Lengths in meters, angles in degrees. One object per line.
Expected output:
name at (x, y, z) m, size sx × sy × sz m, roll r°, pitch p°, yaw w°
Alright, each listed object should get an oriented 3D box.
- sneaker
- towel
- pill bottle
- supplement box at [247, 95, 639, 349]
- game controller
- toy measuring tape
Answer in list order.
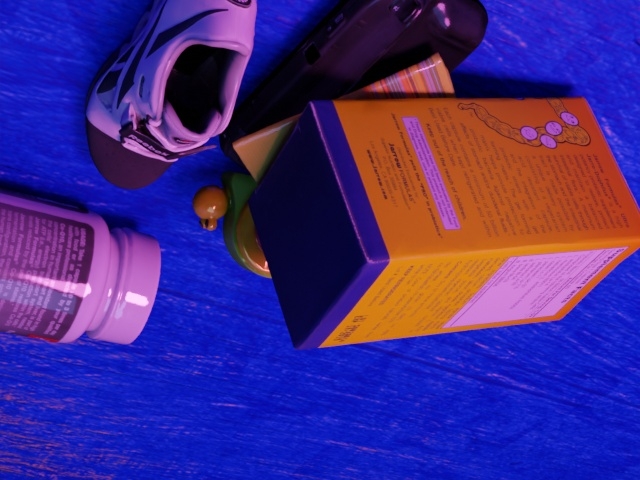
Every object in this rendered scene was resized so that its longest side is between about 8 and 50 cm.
sneaker at (-0.160, -0.137, 1.293) m, size 0.122 × 0.146 × 0.330 m, roll 10°, pitch 140°, yaw -23°
towel at (0.029, -0.126, 1.347) m, size 0.237 × 0.021 × 0.102 m, roll -22°, pitch 148°, yaw 5°
pill bottle at (-0.340, 0.029, 1.451) m, size 0.283 × 0.161 × 0.161 m, roll 15°, pitch 136°, yaw -26°
supplement box at (0.135, -0.024, 1.364) m, size 0.356 × 0.195 × 0.194 m, roll -4°, pitch 151°, yaw -29°
game controller at (0.033, -0.168, 1.365) m, size 0.166 × 0.067 × 0.319 m, roll 10°, pitch 141°, yaw -43°
toy measuring tape at (0.000, 0.000, 1.506) m, size 0.330 × 0.121 × 0.121 m, roll 13°, pitch 137°, yaw -23°
